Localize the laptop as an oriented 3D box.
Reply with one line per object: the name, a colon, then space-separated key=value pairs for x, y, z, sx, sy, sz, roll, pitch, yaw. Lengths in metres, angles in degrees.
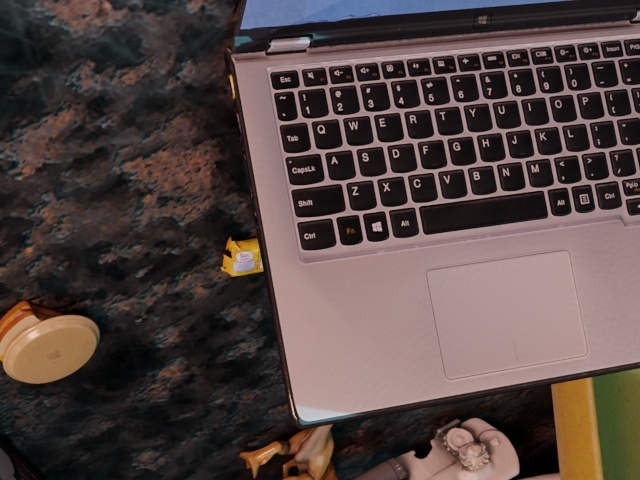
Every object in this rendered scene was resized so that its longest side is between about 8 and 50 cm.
laptop: x=0.158 y=-0.114 z=1.121 sx=0.382 sy=0.407 sz=0.236 roll=-8 pitch=174 yaw=-23

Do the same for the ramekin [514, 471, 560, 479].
ramekin: x=0.198 y=0.334 z=1.715 sx=0.277 sy=0.135 sz=0.277 roll=-14 pitch=158 yaw=-6

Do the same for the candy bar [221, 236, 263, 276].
candy bar: x=0.000 y=0.000 z=1.335 sx=0.162 sy=0.018 sz=0.040 roll=-11 pitch=138 yaw=-18

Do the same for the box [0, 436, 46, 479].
box: x=-0.313 y=0.229 z=1.325 sx=0.163 sy=0.142 sz=0.247 roll=-27 pitch=143 yaw=3

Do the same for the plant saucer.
plant saucer: x=0.325 y=0.236 z=1.606 sx=0.081 sy=0.332 sz=0.333 roll=-22 pitch=152 yaw=39

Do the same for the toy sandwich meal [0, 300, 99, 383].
toy sandwich meal: x=-0.210 y=0.076 z=1.296 sx=0.086 sy=0.029 sz=0.085 roll=-21 pitch=146 yaw=-15

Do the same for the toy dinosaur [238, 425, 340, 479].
toy dinosaur: x=-0.009 y=0.187 z=1.538 sx=0.112 sy=0.064 sz=0.211 roll=-27 pitch=156 yaw=-20

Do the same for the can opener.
can opener: x=0.067 y=0.250 z=1.582 sx=0.280 sy=0.074 sz=0.093 roll=-24 pitch=146 yaw=-28
